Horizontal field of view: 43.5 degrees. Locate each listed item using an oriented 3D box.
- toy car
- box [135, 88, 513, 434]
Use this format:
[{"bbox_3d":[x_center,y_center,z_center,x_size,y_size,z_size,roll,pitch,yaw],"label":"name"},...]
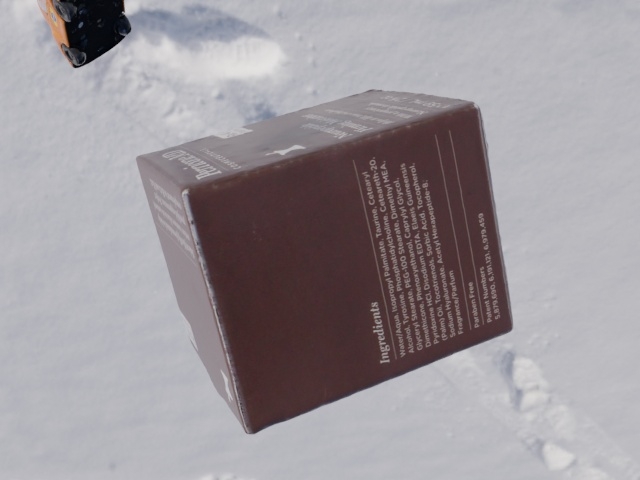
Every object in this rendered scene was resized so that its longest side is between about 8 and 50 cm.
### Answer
[{"bbox_3d":[-0.086,-0.138,0.371,0.122,0.040,0.060,-45,169,-6],"label":"toy car"},{"bbox_3d":[0.000,0.000,0.574,0.203,0.168,0.167,-18,109,-18],"label":"box"}]
